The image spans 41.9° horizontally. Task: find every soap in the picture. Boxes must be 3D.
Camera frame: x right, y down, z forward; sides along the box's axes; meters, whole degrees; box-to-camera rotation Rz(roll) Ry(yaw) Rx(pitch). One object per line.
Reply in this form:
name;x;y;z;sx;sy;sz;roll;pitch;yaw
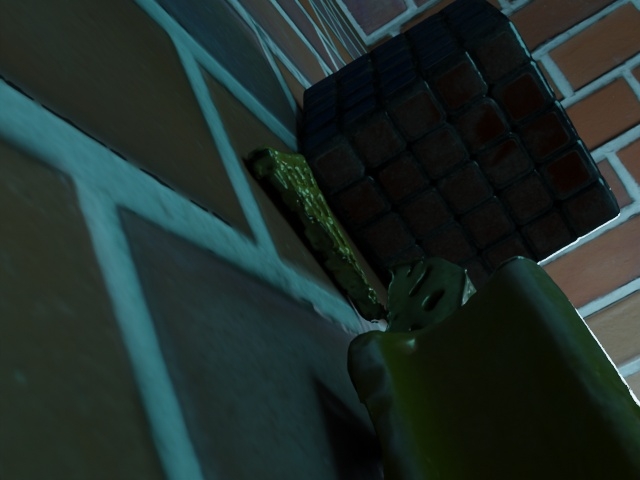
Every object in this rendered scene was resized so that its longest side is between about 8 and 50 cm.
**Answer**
soap;0.158;0.218;0.442;0.293;0.156;0.335;50;13;-40

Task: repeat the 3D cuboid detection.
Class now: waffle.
waffle;0.000;0.000;0.630;0.152;0.023;0.097;63;16;5

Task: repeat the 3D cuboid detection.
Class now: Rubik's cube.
Rubik's cube;0.134;-0.096;0.889;0.238;0.237;0.237;55;14;-21

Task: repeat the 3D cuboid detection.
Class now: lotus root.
lotus root;0.104;0.096;0.654;0.143;0.070;0.144;-87;153;-45
